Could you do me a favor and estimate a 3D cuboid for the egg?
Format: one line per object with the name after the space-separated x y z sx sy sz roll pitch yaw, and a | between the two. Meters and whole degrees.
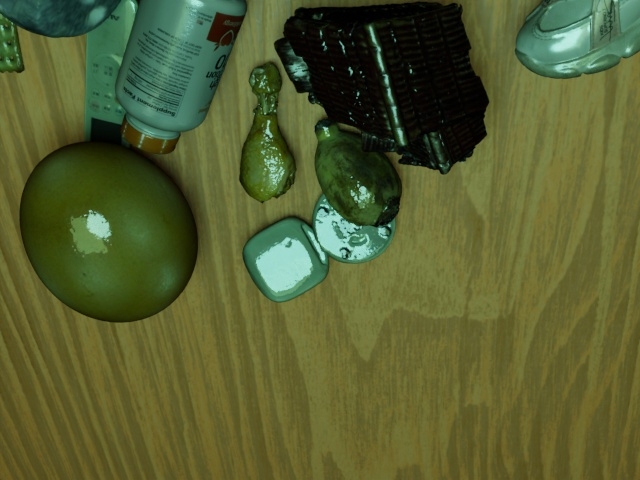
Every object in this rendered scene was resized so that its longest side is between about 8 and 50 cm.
-0.366 -0.012 1.150 0.282 0.283 0.351 -13 139 12 | egg

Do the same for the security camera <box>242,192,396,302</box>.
0.000 0.000 1.251 0.301 0.080 0.157 -29 92 5 | security camera

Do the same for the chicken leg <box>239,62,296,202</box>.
-0.096 -0.183 1.155 0.107 0.087 0.252 5 115 11 | chicken leg

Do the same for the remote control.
-0.365 -0.281 1.146 0.090 0.038 0.310 13 120 -3 | remote control

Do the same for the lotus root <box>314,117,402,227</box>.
0.059 -0.119 1.148 0.138 0.138 0.214 -34 84 21 | lotus root

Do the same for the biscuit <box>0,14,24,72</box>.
-0.620 -0.363 1.134 0.203 0.016 0.144 6 120 0 | biscuit

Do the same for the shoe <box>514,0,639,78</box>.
0.417 -0.396 0.936 0.351 0.172 0.198 -36 121 9 | shoe

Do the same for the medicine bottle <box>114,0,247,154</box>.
-0.238 -0.285 1.065 0.156 0.157 0.289 24 119 -8 | medicine bottle

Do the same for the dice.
-0.397 -0.423 0.965 0.181 0.182 0.183 44 114 4 | dice

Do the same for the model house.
0.099 -0.214 1.004 0.297 0.283 0.317 -14 117 12 | model house
